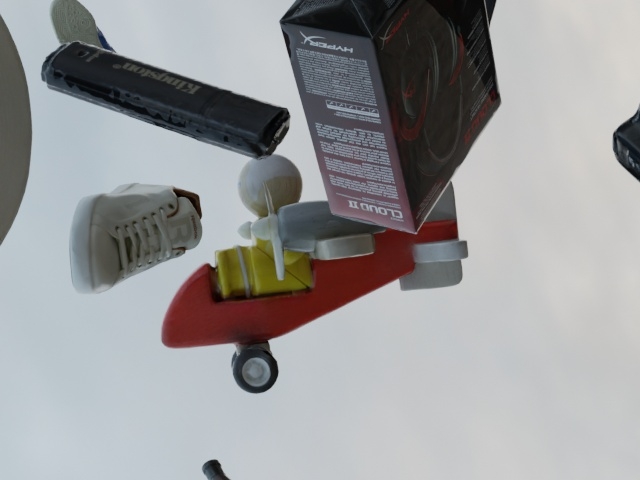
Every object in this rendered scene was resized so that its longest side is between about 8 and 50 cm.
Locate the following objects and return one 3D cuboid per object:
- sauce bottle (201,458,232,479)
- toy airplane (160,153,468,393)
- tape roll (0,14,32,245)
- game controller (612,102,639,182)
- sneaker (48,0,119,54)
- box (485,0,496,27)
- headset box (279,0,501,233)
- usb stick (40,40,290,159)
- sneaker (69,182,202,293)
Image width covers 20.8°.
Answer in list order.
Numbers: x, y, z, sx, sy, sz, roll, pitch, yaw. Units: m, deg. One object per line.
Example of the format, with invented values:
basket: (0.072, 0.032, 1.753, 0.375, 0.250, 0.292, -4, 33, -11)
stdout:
sauce bottle: (-0.118, 0.335, 2.249, 0.042, 0.042, 0.128, 36, -165, -50)
toy airplane: (0.000, 0.000, 2.270, 0.384, 0.386, 0.272, -29, -88, -48)
tape roll: (-0.448, -0.114, 1.637, 0.392, 0.072, 0.392, 2, -93, -44)
game controller: (0.387, -0.066, 1.576, 0.319, 0.166, 0.067, -119, 19, -63)
sneaker: (-0.297, -0.244, 2.220, 0.152, 0.058, 0.084, 51, 172, -14)
box: (0.162, -0.476, 2.368, 0.293, 0.212, 0.396, -88, 13, -85)
headset box: (0.083, -0.168, 1.791, 0.218, 0.110, 0.293, -54, -35, -34)
usb stick: (-0.164, -0.151, 1.846, 0.077, 0.278, 0.045, -54, -24, -43)
sneaker: (-0.214, -0.015, 2.083, 0.290, 0.123, 0.106, -59, -34, -68)
